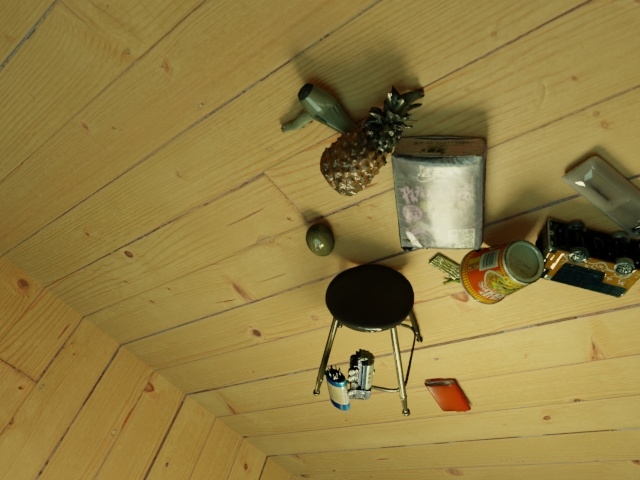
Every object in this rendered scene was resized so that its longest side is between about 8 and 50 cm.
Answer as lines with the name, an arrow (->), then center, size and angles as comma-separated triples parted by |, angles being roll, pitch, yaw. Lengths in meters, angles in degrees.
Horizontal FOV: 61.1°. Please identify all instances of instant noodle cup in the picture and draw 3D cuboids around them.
instant noodle cup -> 0.549, 0.083, 1.617 | 0.193, 0.193, 0.212 | 27, 160, -6

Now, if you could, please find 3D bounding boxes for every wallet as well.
wallet -> 0.559, 0.679, 2.377 | 0.142, 0.045, 0.204 | -11, 128, 33

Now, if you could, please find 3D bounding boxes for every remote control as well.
remote control -> 0.802, -0.106, 1.470 | 0.313, 0.055, 0.109 | 34, 136, -14

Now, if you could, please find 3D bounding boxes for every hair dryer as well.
hair dryer -> 0.012, -0.331, 1.553 | 0.219, 0.088, 0.225 | 25, 151, -10

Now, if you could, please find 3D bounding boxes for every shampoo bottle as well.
shampoo bottle -> 0.059, 0.506, 1.874 | 0.087, 0.050, 0.183 | 25, 137, 41

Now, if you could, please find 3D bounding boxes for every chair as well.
chair -> 0.182, 0.328, 1.957 | 0.362, 0.365, 0.410 | 8, 131, 14

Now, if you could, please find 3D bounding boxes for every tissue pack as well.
tissue pack -> 0.351, -0.127, 1.586 | 0.259, 0.122, 0.361 | 2, 132, 18

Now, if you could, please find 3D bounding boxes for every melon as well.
melon -> 0.000, 0.000, 1.864 | 0.098, 0.098, 0.131 | -3, 132, 24

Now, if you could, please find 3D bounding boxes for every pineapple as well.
pineapple -> 0.150, -0.274, 1.457 | 0.169, 0.169, 0.340 | 39, 115, -19

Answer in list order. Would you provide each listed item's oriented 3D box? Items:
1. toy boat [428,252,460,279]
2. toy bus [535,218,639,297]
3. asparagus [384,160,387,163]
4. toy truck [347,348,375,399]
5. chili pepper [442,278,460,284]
toy boat -> 0.431, 0.090, 1.846 | 0.115, 0.016, 0.063 | 30, 137, -10
toy bus -> 0.774, 0.052, 1.585 | 0.275, 0.138, 0.167 | 15, 139, 4
asparagus -> 0.118, -0.240, 1.624 | 0.165, 0.030, 0.036 | -1, 144, 22
toy truck -> 0.136, 0.443, 1.800 | 0.088, 0.074, 0.202 | 5, 126, 6
chili pepper -> 0.465, 0.145, 1.880 | 0.083, 0.030, 0.017 | -9, 111, 22
